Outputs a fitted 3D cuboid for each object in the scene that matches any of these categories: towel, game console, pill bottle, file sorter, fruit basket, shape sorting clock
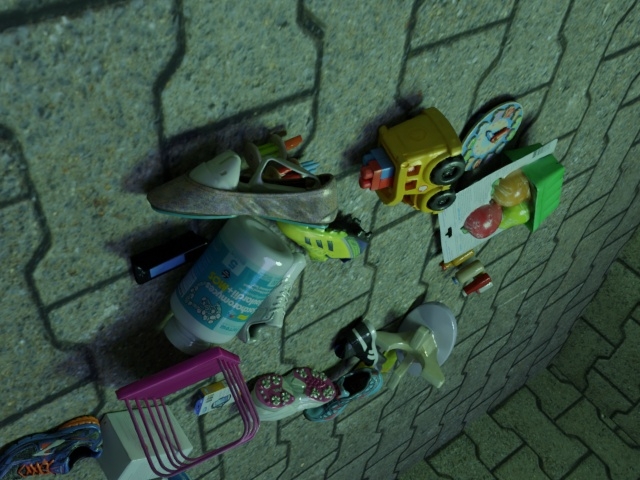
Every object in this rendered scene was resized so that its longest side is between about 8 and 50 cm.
[{"bbox_3d":[0.220,0.413,2.222,0.102,0.021,0.237,-4,132,-48],"label":"towel"},{"bbox_3d":[-0.259,0.038,1.152,0.122,0.071,0.107,-26,145,-26],"label":"game console"},{"bbox_3d":[0.154,0.404,2.091,0.116,0.065,0.065,-49,149,8],"label":"pill bottle"},{"bbox_3d":[-0.241,0.343,1.315,0.202,0.182,0.291,-23,168,-5],"label":"file sorter"},{"bbox_3d":[0.470,-0.106,1.784,0.353,0.165,0.327,-25,148,0],"label":"fruit basket"},{"bbox_3d":[0.414,-0.250,1.605,0.206,0.040,0.206,-29,146,-22],"label":"shape sorting clock"},{"bbox_3d":[-0.180,0.091,1.235,0.264,0.146,0.146,-51,149,13],"label":"pill bottle"}]

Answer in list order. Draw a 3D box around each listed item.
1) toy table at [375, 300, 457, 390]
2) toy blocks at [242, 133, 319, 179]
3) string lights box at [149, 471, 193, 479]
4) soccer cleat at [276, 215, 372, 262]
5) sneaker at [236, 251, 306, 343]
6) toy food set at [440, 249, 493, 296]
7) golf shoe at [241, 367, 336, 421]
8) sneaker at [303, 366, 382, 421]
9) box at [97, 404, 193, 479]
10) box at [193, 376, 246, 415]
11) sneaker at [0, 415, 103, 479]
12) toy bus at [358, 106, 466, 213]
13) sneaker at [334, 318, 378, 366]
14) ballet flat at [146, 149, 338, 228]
[{"bbox_3d":[0.291,0.328,2.016,0.161,0.252,0.274,-31,138,-52],"label":"toy table"},{"bbox_3d":[-0.063,-0.141,1.174,0.148,0.054,0.123,-23,145,-30],"label":"toy blocks"},{"bbox_3d":[-0.424,0.657,1.720,0.133,0.077,0.260,-40,150,-8],"label":"string lights box"},{"bbox_3d":[0.001,0.001,1.388,0.121,0.093,0.289,-52,149,19],"label":"soccer cleat"},{"bbox_3d":[-0.099,0.129,1.405,0.232,0.115,0.090,-48,149,9],"label":"sneaker"},{"bbox_3d":[0.454,0.109,2.036,0.104,0.111,0.232,-33,151,7],"label":"toy food set"},{"bbox_3d":[-0.089,0.429,1.817,0.306,0.115,0.140,8,134,-46],"label":"golf shoe"},{"bbox_3d":[0.054,0.443,1.957,0.262,0.104,0.125,-32,154,1],"label":"sneaker"},{"bbox_3d":[-0.392,0.446,1.445,0.170,0.130,0.091,8,124,-52],"label":"box"},{"bbox_3d":[-0.254,0.381,1.628,0.136,0.028,0.081,-12,137,-38],"label":"box"},{"bbox_3d":[-0.531,0.424,1.299,0.221,0.087,0.083,-21,142,-33],"label":"sneaker"},{"bbox_3d":[0.173,-0.141,1.378,0.211,0.149,0.220,-19,146,-14],"label":"toy bus"},{"bbox_3d":[0.097,0.316,1.919,0.121,0.079,0.217,-26,142,-14],"label":"sneaker"},{"bbox_3d":[-0.118,-0.091,1.075,0.316,0.107,0.106,3,115,-21],"label":"ballet flat"}]
